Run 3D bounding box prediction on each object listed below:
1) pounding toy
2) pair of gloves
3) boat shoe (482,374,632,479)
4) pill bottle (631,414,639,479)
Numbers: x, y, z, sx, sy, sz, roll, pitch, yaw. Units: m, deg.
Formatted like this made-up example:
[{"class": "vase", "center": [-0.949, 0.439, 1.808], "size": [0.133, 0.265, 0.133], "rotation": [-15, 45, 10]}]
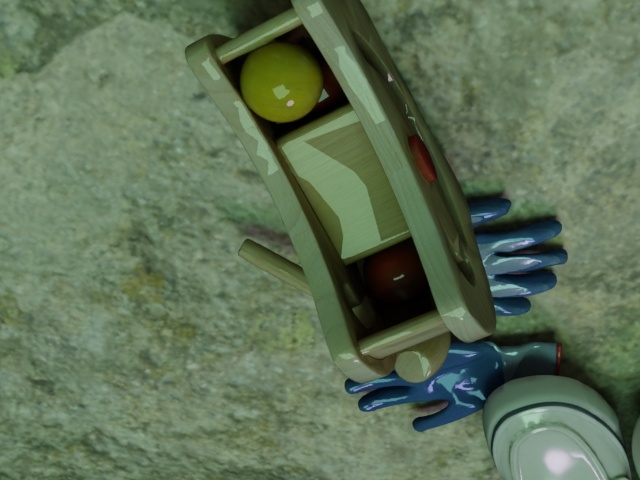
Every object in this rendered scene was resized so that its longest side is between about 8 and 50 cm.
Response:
[{"class": "pounding toy", "center": [0.000, 0.000, 0.597], "size": [0.155, 0.154, 0.269], "rotation": [-24, 114, 18]}, {"class": "pair of gloves", "center": [0.091, 0.057, 0.732], "size": [0.159, 0.023, 0.198], "rotation": [-4, 125, 7]}, {"class": "boat shoe", "center": [0.190, 0.206, 0.781], "size": [0.096, 0.088, 0.267], "rotation": [-15, 131, 11]}, {"class": "pill bottle", "center": [0.301, 0.213, 0.779], "size": [0.118, 0.117, 0.208], "rotation": [-13, 124, 11]}]
